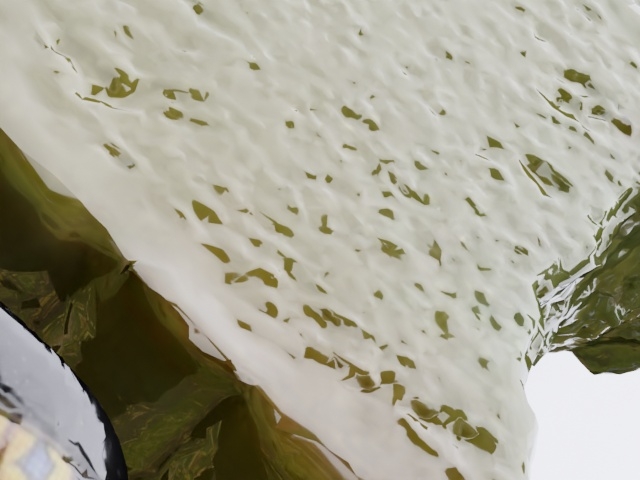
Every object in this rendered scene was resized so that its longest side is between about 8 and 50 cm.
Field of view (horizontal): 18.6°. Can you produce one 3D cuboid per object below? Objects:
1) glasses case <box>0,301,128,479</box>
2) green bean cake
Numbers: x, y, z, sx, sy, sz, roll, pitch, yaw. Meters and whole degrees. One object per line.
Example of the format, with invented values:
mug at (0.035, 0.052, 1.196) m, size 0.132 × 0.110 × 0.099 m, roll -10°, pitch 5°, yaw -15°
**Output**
glasses case at (-0.174, -0.004, 0.306) m, size 0.122 × 0.321 × 0.082 m, roll -32°, pitch -146°, yaw 40°
green bean cake at (0.000, 0.000, 0.502) m, size 0.233 × 0.236 × 0.124 m, roll 47°, pitch -48°, yaw 2°
